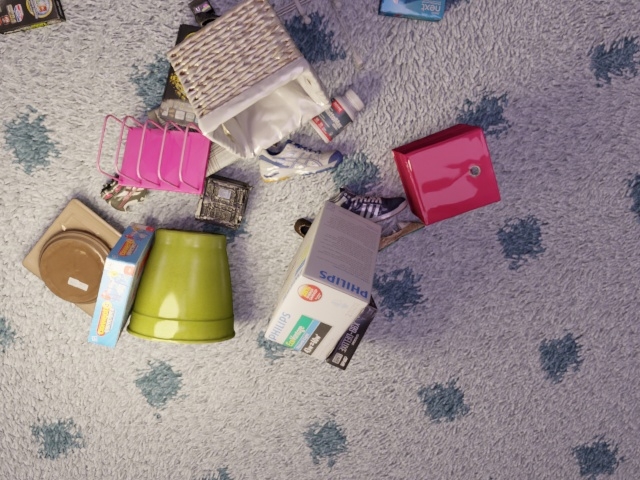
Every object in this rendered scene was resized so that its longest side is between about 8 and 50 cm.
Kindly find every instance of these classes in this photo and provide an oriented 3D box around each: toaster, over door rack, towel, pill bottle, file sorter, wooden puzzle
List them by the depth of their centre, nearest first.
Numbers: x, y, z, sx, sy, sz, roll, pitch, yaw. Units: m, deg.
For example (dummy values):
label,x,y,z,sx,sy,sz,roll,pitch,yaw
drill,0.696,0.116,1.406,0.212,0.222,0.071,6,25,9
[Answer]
label,x,y,z,sx,sy,sz,roll,pitch,yaw
file sorter,-0.524,-0.276,1.653,0.290,0.182,0.202,7,83,9
over door rack,-0.023,-0.675,1.728,0.239,0.108,0.324,-25,103,5
towel,-0.398,-0.372,1.761,0.324,0.056,0.312,-28,82,5
pill bottle,0.056,-0.430,1.789,0.180,0.108,0.108,-40,102,7
toaster,-0.335,-0.137,1.841,0.185,0.110,0.168,14,103,-5
wooden puzzle,-0.844,0.063,1.892,0.322,0.080,0.348,41,103,-10

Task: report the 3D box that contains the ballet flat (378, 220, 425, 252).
label,x,y,z,sx,sy,sz,roll,pitch,yaw
ballet flat,0.282,-0.031,1.915,0.206,0.073,0.067,-29,88,1

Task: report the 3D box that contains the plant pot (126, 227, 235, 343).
label,x,y,z,sx,sy,sz,roll,pitch,yaw
plant pot,-0.460,0.140,1.808,0.366,0.366,0.353,6,91,-4

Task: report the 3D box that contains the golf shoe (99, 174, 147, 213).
label,x,y,z,sx,sy,sz,roll,pitch,yaw
golf shoe,-0.634,-0.207,1.833,0.273,0.105,0.120,-33,120,10

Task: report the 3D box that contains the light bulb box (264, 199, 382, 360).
label,x,y,z,sx,sy,sz,roll,pitch,yaw
light bulb box,0.013,0.134,1.729,0.225,0.361,0.358,24,133,-7

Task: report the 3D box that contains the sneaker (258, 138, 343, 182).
label,x,y,z,sx,sy,sz,roll,pitch,yaw
sneaker,-0.071,-0.290,1.815,0.296,0.112,0.131,-11,103,0

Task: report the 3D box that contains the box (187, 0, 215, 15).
label,x,y,z,sx,sy,sz,roll,pitch,yaw
box,-0.386,-0.755,1.705,0.062,0.083,0.052,-31,102,5

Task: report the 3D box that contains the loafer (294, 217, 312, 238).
label,x,y,z,sx,sy,sz,roll,pitch,yaw
loafer,0.000,0.000,1.903,0.220,0.078,0.080,27,101,-8

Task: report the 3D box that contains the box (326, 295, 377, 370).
label,x,y,z,sx,sy,sz,roll,pitch,yaw
box,0.096,0.280,1.857,0.076,0.307,0.242,26,100,-8

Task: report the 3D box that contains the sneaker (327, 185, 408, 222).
label,x,y,z,sx,sy,sz,roll,pitch,yaw
sneaker,0.160,-0.138,1.867,0.282,0.099,0.153,-20,105,6

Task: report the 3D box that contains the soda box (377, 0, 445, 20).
label,x,y,z,sx,sy,sz,roll,pitch,yaw
soda box,0.301,-0.777,1.736,0.210,0.067,0.071,5,103,-4

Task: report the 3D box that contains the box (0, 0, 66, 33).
label,x,y,z,sx,sy,sz,roll,pitch,yaw
box,-0.971,-0.823,1.679,0.216,0.060,0.270,-12,104,1

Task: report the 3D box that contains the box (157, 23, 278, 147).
label,x,y,z,sx,sy,sz,roll,pitch,yaw
box,-0.295,-0.498,1.685,0.394,0.097,0.318,15,94,10

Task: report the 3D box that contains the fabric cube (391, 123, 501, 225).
label,x,y,z,sx,sy,sz,roll,pitch,yaw
fabric cube,0.416,-0.229,1.773,0.258,0.259,0.254,-19,104,3

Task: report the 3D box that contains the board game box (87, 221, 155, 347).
label,x,y,z,sx,sy,sz,roll,pitch,yaw
board game box,-0.644,0.135,1.711,0.086,0.308,0.302,16,109,-12

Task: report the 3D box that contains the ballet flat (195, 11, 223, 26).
label,x,y,z,sx,sy,sz,roll,pitch,yaw
ballet flat,-0.326,-0.704,1.703,0.173,0.057,0.049,-10,66,-37

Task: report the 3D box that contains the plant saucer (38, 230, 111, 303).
label,x,y,z,sx,sy,sz,roll,pitch,yaw
plant saucer,-0.858,0.102,1.841,0.277,0.041,0.278,0,107,0

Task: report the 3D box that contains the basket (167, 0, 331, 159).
label,x,y,z,sx,sy,sz,roll,pitch,yaw
basket,-0.189,-0.439,1.461,0.331,0.328,0.266,-31,81,9
